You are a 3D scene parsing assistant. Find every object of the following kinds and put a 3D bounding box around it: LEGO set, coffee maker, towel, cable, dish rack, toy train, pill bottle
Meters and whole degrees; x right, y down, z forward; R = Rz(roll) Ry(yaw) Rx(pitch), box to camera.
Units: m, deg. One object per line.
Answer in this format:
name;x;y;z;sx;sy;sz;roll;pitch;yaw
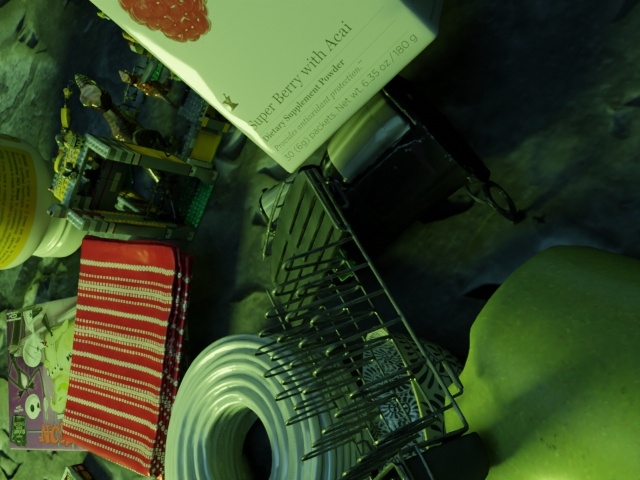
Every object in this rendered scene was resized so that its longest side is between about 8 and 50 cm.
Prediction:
LEGO set;-0.239;-0.154;0.770;0.255;0.192;0.331;41;109;31
coffee maker;0.053;-0.033;0.598;0.178;0.120;0.171;-44;64;25
towel;-0.243;0.132;0.797;0.199;0.031;0.274;7;90;36
cable;-0.063;0.219;0.657;0.257;0.089;0.257;17;90;45
dish rack;0.007;0.091;0.492;0.271;0.074;0.208;62;152;24
toy train;0.000;0.000;0.563;0.017;0.024;0.083;-40;90;24
pill bottle;-0.478;-0.057;0.845;0.188;0.334;0.187;-4;83;36

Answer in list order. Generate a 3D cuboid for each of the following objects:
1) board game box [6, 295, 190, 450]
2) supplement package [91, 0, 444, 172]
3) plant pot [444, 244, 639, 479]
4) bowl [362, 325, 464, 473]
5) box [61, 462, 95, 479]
board game box;-0.310;0.175;0.885;0.347;0.056;0.208;-13;83;34
supplement package;-0.061;-0.237;0.535;0.293;0.175;0.177;40;126;-15
plant pot;0.227;0.128;0.398;0.254;0.276;0.276;30;104;46
bowl;0.097;0.152;0.559;0.170;0.080;0.170;174;90;-77
box;-0.312;0.381;0.878;0.137;0.027;0.093;33;104;33
